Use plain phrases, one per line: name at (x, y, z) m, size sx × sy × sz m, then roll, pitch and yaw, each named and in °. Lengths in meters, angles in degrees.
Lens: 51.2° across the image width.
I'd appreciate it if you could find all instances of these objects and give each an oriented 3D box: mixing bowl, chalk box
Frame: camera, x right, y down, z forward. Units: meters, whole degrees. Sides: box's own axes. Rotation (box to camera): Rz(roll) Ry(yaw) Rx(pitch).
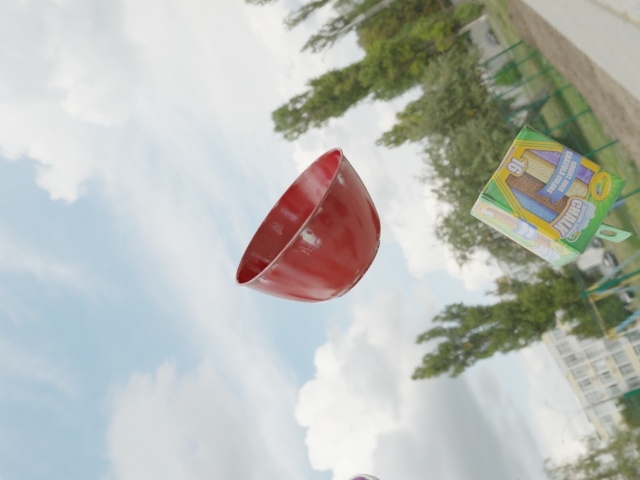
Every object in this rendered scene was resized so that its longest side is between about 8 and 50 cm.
mixing bowl at (0.000, 0.000, 0.724) m, size 0.098 × 0.181 × 0.181 m, roll 37°, pitch -153°, yaw -16°
chalk box at (0.356, -0.049, 1.006) m, size 0.213 × 0.132 × 0.132 m, roll 34°, pitch 173°, yaw 12°

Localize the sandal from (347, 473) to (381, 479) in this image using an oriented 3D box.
sandal at (-0.029, 0.601, 1.220) m, size 0.102 × 0.416 × 0.169 m, roll 38°, pitch 171°, yaw -36°
